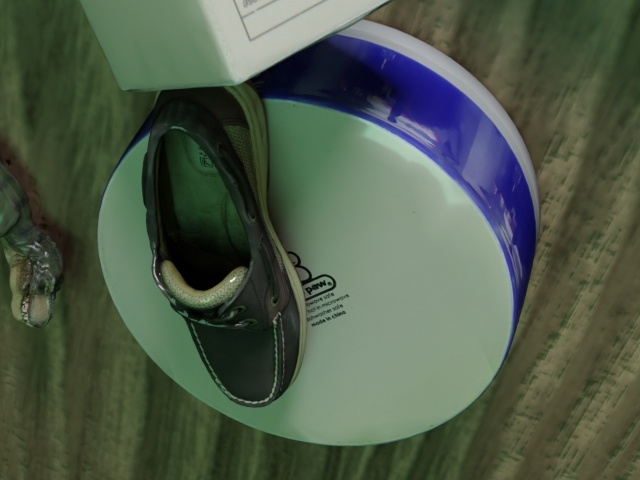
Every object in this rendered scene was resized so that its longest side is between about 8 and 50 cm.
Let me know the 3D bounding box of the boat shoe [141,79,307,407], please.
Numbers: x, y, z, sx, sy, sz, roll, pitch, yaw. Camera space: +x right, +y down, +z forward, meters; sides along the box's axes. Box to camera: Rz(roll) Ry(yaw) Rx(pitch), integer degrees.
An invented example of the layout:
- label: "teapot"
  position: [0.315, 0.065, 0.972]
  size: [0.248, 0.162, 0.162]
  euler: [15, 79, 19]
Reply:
- label: "boat shoe"
  position: [-0.060, 0.012, 0.667]
  size: [0.080, 0.073, 0.223]
  euler: [5, 125, 18]

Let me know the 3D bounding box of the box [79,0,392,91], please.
- label: "box"
  position: [-0.073, -0.235, 0.537]
  size: [0.121, 0.148, 0.311]
  euler: [7, 124, 54]

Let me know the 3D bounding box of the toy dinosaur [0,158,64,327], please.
- label: "toy dinosaur"
  position: [-0.272, -0.055, 0.835]
  size: [0.118, 0.064, 0.268]
  euler: [-14, 117, 19]

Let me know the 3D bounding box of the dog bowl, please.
- label: "dog bowl"
  position: [0.000, 0.000, 0.754]
  size: [0.265, 0.104, 0.265]
  euler: [9, 127, 12]
